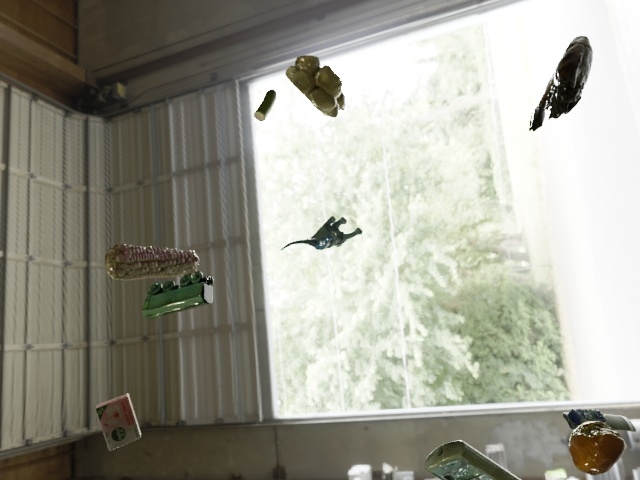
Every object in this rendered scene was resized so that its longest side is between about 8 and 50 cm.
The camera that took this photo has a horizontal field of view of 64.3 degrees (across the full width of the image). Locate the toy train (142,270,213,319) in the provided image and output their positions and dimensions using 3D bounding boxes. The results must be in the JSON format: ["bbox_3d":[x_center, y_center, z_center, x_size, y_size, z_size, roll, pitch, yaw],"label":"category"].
[{"bbox_3d":[-0.267,0.103,0.965,0.038,0.147,0.071,53,-154,-50],"label":"toy train"}]

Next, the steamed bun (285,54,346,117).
[{"bbox_3d":[0.004,-0.424,1.402,0.192,0.106,0.177,51,-166,12],"label":"steamed bun"}]

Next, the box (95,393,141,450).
[{"bbox_3d":[-0.556,0.499,1.405,0.043,0.089,0.125,-12,96,70],"label":"box"}]

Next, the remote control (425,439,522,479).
[{"bbox_3d":[0.295,0.422,0.869,0.233,0.098,0.038,36,-140,-7],"label":"remote control"}]

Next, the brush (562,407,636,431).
[{"bbox_3d":[0.501,0.317,0.903,0.030,0.178,0.033,-67,28,23],"label":"brush"}]

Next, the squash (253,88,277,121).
[{"bbox_3d":[-0.111,-0.285,1.063,0.027,0.027,0.083,60,-136,-46],"label":"squash"}]

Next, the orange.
[{"bbox_3d":[0.395,0.300,0.740,0.086,0.062,0.086,-42,-27,-28],"label":"orange"}]

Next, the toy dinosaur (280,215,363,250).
[{"bbox_3d":[0.027,-0.016,1.498,0.329,0.144,0.076,-6,-115,-59],"label":"toy dinosaur"}]

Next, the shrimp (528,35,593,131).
[{"bbox_3d":[0.559,-0.346,1.209,0.365,0.071,0.233,-58,-8,-40],"label":"shrimp"}]

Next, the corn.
[{"bbox_3d":[-0.585,0.080,1.792,0.335,0.126,0.127,6,-106,-44],"label":"corn"}]
